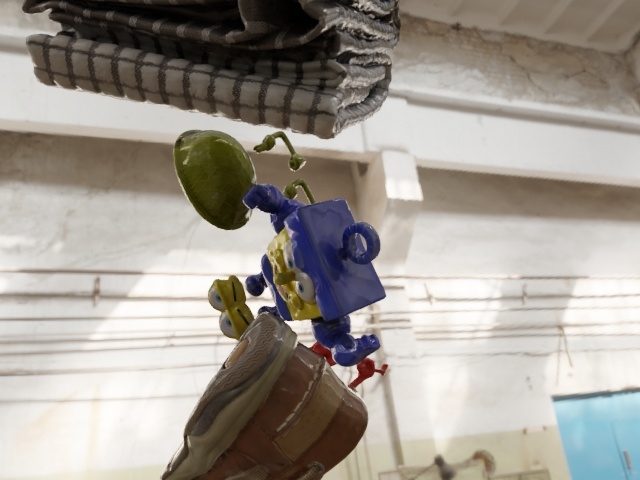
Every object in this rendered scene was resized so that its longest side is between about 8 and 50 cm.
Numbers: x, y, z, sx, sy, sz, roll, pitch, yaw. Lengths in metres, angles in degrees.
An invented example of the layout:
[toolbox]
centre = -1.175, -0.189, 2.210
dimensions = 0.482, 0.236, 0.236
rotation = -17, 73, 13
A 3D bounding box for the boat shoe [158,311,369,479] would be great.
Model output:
[boat shoe]
centre = -0.053, 0.175, 0.501
dimensions = 0.116, 0.123, 0.324
rotation = 32, -31, 1

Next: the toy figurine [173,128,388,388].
[toy figurine]
centre = 0.000, 0.000, 0.620
dimensions = 0.191, 0.363, 0.217
rotation = -15, -10, -33

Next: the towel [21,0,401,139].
[towel]
centre = -0.064, -0.177, 0.499
dimensions = 0.235, 0.121, 0.284
rotation = 12, 19, 12
